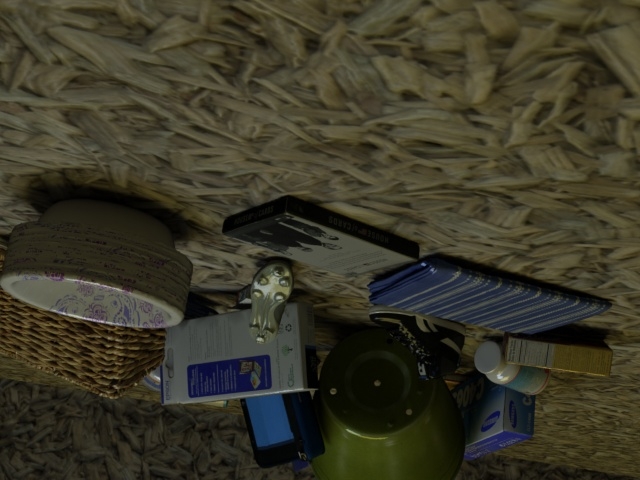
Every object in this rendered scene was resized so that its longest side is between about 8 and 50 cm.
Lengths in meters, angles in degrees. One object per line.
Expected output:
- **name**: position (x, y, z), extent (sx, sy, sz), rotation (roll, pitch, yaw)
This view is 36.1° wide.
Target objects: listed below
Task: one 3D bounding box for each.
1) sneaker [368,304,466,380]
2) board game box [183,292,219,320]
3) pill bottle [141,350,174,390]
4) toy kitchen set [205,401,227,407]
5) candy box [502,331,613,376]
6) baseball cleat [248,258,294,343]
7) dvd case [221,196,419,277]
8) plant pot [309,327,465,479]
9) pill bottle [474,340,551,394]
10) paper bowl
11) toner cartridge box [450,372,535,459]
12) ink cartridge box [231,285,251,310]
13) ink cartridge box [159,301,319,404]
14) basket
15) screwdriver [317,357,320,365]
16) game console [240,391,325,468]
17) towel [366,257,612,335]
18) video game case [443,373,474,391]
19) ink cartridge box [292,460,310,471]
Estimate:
- **sneaker**: position (0.182, 0.198, 1.842), extent (0.216, 0.121, 0.079), rotation (18, 160, -27)
- **board game box**: position (-0.332, 0.141, 2.022), extent (0.194, 0.060, 0.194), rotation (-4, 159, 38)
- **pill bottle**: position (-0.362, 0.279, 2.327), extent (0.152, 0.152, 0.272), rotation (12, 163, -11)
- **toy kitchen set**: position (-0.230, 0.333, 2.592), extent (0.122, 0.166, 0.207), rotation (9, -160, 0)
- **candy box**: position (0.431, 0.204, 1.804), extent (0.186, 0.053, 0.109), rotation (8, -175, 7)
- **baseball cleat**: position (-0.086, 0.086, 1.712), extent (0.072, 0.109, 0.206), rotation (18, 133, -3)
- **dvd case**: position (0.000, 0.000, 1.453), extent (0.238, 0.030, 0.179), rotation (19, 160, -31)
- **plant pot**: position (0.133, 0.364, 2.100), extent (0.366, 0.367, 0.353), rotation (6, 151, 9)
- **pill bottle**: position (0.385, 0.253, 1.976), extent (0.160, 0.087, 0.087), rotation (23, 158, -39)
- **paper bowl**: position (-0.339, 0.032, 1.524), extent (0.284, 0.148, 0.284), rotation (9, 163, 3)
- **toner cartridge box**: position (0.382, 0.389, 2.236), extent (0.075, 0.165, 0.348), rotation (12, 157, -10)
- **ink cartridge box**: position (-0.127, 0.115, 1.887), extent (0.062, 0.029, 0.115), rotation (13, 163, -17)
- **ink cartridge box**: position (-0.161, 0.220, 1.876), extent (0.332, 0.165, 0.065), rotation (-10, 167, 28)
- **basket**: position (-0.432, 0.116, 1.823), extent (0.299, 0.223, 0.213), rotation (17, -153, 22)
- **screwdriver**: position (-0.055, 0.270, 2.368), extent (0.025, 0.024, 0.170), rotation (33, -179, 42)
- **game console**: position (-0.112, 0.315, 1.998), extent (0.173, 0.293, 0.250), rotation (-18, 170, 7)
- **towel**: position (0.271, 0.094, 1.627), extent (0.336, 0.040, 0.243), rotation (13, 161, -20)
- **video game case**: position (0.317, 0.361, 2.466), extent (0.285, 0.025, 0.204), rotation (7, 163, 3)
- **ink cartridge box**: position (-0.114, 0.411, 2.379), extent (0.072, 0.307, 0.303), rotation (-12, 165, -11)
